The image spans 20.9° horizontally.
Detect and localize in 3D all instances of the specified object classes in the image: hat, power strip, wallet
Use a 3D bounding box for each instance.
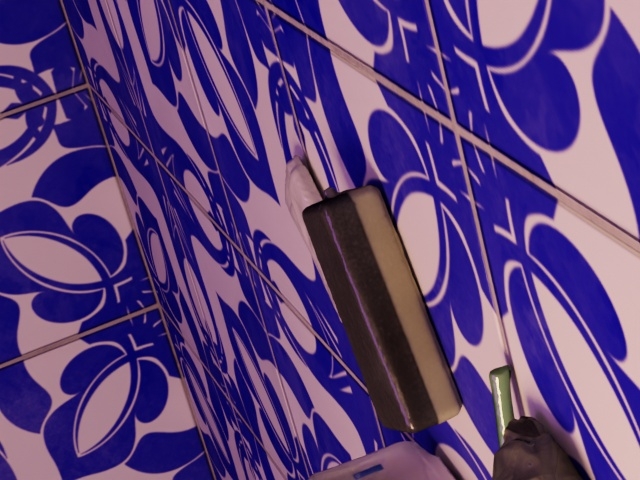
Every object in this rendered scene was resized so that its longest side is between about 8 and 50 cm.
[{"bbox_3d":[0.195,0.239,1.455,0.166,0.081,0.122,61,171,-10],"label":"hat"},{"bbox_3d":[0.060,0.063,1.729,0.256,0.070,0.105,68,165,-4],"label":"power strip"},{"bbox_3d":[0.000,0.000,1.953,0.124,0.032,0.183,96,149,-69],"label":"wallet"}]

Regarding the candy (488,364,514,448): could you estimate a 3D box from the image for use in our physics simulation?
[{"bbox_3d":[0.189,0.320,1.568,0.119,0.119,0.440,-142,40,-66],"label":"candy"}]

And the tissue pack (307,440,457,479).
[{"bbox_3d":[0.114,0.417,1.862,0.242,0.160,0.338,-125,18,-51],"label":"tissue pack"}]
